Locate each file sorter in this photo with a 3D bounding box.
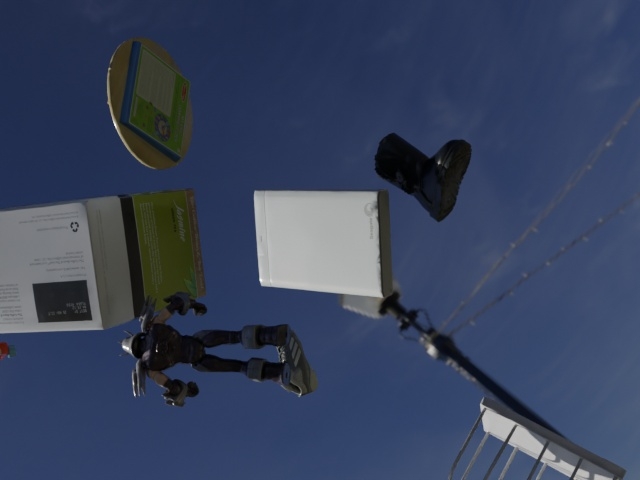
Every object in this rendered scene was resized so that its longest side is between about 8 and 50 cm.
[{"bbox_3d":[0.397,0.456,1.606,0.173,0.278,0.193,-56,-25,-17],"label":"file sorter"}]

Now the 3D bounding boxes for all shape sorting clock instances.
[{"bbox_3d":[-0.263,-0.212,1.326,0.206,0.040,0.206,25,-120,-55],"label":"shape sorting clock"}]

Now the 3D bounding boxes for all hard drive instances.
[{"bbox_3d":[0.000,0.000,1.933,0.047,0.353,0.232,-13,-77,-52],"label":"hard drive"}]

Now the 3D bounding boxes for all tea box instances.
[{"bbox_3d":[-0.438,0.033,1.557,0.323,0.329,0.219,-14,-81,-66],"label":"tea box"}]

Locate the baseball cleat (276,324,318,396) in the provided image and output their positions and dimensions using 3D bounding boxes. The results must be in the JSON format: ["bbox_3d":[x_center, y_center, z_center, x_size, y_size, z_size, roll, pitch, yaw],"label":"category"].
[{"bbox_3d":[-0.083,0.313,2.240,0.109,0.205,0.072,-11,-31,-48],"label":"baseball cleat"}]

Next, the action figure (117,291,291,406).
[{"bbox_3d":[-0.193,0.180,1.377,0.099,0.285,0.185,-8,-79,-81],"label":"action figure"}]

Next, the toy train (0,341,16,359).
[{"bbox_3d":[-0.560,0.177,1.306,0.166,0.046,0.125,-7,-17,-28],"label":"toy train"}]

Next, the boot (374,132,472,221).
[{"bbox_3d":[0.215,-0.175,1.882,0.094,0.207,0.246,-39,-24,-26],"label":"boot"}]
